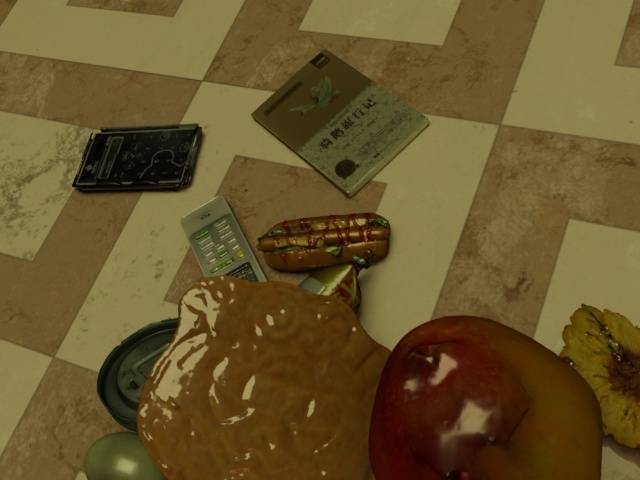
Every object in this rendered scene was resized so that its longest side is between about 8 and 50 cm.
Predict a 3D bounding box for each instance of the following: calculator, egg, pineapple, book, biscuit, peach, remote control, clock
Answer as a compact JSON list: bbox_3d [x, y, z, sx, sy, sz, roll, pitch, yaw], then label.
[{"bbox_3d":[-0.382,-0.174,1.686,0.274,0.028,0.166,0,61,19],"label":"calculator"},{"bbox_3d":[-0.314,0.368,1.302,0.152,0.114,0.114,13,67,24],"label":"egg"},{"bbox_3d":[0.455,0.201,1.165,0.250,0.140,0.164,46,40,18],"label":"pineapple"},{"bbox_3d":[0.032,-0.241,1.591,0.217,0.021,0.310,-43,58,-8],"label":"book"},{"bbox_3d":[-0.066,0.243,1.202,0.385,0.062,0.365,20,74,-8],"label":"biscuit"},{"bbox_3d":[0.213,0.259,1.044,0.290,0.372,0.373,1,62,22],"label":"peach"},{"bbox_3d":[-0.178,0.028,1.500,0.103,0.034,0.250,-29,57,1],"label":"remote control"},{"bbox_3d":[-0.264,0.227,1.367,0.226,0.049,0.226,-9,41,7],"label":"clock"}]

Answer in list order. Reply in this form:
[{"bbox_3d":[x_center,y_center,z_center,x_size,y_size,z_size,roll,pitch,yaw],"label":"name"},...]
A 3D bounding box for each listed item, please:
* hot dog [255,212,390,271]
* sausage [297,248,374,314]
[{"bbox_3d":[0.000,0.000,1.433,0.250,0.076,0.104,-3,62,15],"label":"hot dog"},{"bbox_3d":[-0.012,0.138,1.336,0.117,0.125,0.317,31,72,34],"label":"sausage"}]
